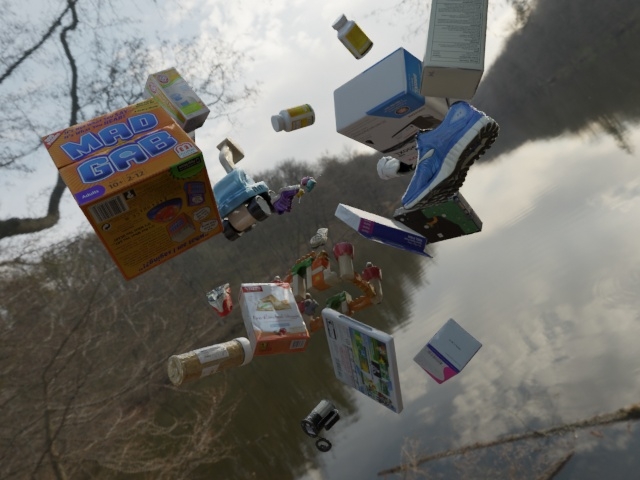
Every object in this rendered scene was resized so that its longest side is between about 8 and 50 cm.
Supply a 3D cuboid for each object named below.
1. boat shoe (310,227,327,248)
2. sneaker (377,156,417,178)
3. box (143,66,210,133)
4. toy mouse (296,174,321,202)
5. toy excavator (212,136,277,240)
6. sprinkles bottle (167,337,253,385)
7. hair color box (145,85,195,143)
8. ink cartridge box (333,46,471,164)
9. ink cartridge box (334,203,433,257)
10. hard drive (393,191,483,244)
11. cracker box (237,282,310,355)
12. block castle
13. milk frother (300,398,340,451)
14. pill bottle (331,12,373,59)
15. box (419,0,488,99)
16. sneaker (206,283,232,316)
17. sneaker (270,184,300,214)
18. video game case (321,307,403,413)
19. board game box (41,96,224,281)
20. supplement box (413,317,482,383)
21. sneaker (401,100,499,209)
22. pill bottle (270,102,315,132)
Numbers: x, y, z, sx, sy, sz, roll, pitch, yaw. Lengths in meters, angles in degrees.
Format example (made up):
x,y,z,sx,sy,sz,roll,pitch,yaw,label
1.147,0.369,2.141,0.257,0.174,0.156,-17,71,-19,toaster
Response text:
x,y,z,sx,sy,sz,roll,pitch,yaw,label
0.000,0.000,1.803,0.056,0.049,0.152,-1,27,22,boat shoe
0.372,-0.318,1.754,0.292,0.109,0.118,-29,22,-21,sneaker
-0.507,-0.488,1.543,0.114,0.203,0.103,-41,2,-41,box
-0.060,-0.257,1.983,0.143,0.031,0.161,-38,29,16,toy mouse
-0.385,-0.273,2.037,0.223,0.445,0.433,-32,6,20,toy excavator
-0.456,0.501,1.843,0.356,0.121,0.121,-3,-26,-48,sprinkles bottle
-0.623,-0.454,1.856,0.185,0.114,0.374,-67,-9,-51,hair color box
0.283,-0.420,1.457,0.395,0.166,0.286,12,-21,-41,ink cartridge box
0.262,-0.047,1.802,0.071,0.325,0.330,-70,24,10,ink cartridge box
0.544,-0.097,2.046,0.339,0.237,0.064,-17,39,45,hard drive
-0.142,0.224,1.292,0.156,0.232,0.067,1,-54,-25,cracker box
0.013,0.202,1.896,0.454,0.303,0.212,-30,42,25,block castle
0.014,0.744,1.760,0.129,0.143,0.135,13,29,36,milk frother
0.136,-0.881,1.893,0.103,0.184,0.103,-38,28,25,pill bottle
0.344,-0.531,1.127,0.121,0.148,0.310,72,-153,-71,box
-0.444,0.275,1.969,0.108,0.118,0.279,-26,10,-3,sneaker
-0.107,-0.134,1.462,0.068,0.071,0.170,-16,-11,-28,sneaker
0.145,0.416,1.536,0.300,0.328,0.036,17,38,43,video game case
-0.579,-0.167,1.405,0.357,0.356,0.356,-31,-33,-22,board game box
0.363,0.328,1.279,0.114,0.111,0.220,-42,-19,-19,supplement box
0.300,-0.206,1.112,0.130,0.147,0.330,-9,-34,-35,sneaker
-0.141,-0.619,2.232,0.209,0.117,0.117,-24,-5,-23,pill bottle
